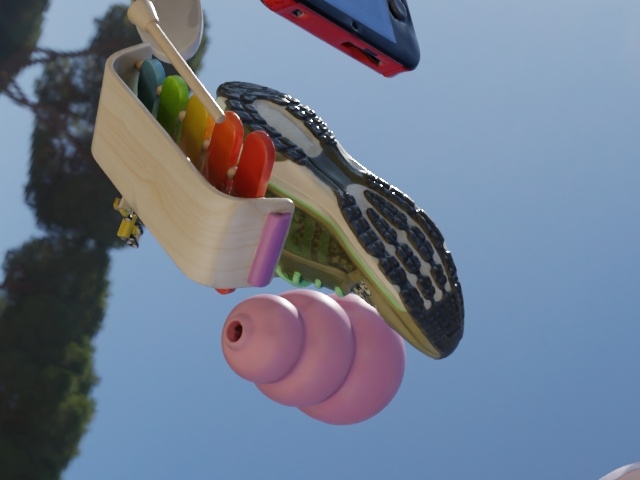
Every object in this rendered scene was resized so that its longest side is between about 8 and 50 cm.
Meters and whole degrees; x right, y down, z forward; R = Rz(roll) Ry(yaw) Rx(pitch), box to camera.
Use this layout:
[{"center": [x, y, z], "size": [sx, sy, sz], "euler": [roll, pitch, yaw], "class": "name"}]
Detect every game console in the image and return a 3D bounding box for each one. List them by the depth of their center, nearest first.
[{"center": [0.011, -0.446, 1.850], "size": [0.060, 0.386, 0.342], "euler": [-23, -118, 32], "class": "game console"}]

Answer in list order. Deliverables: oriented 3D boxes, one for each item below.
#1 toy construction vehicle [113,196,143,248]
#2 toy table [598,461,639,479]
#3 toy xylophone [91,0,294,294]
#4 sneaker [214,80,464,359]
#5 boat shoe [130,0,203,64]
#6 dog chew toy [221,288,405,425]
[{"center": [-0.239, -0.048, 1.503], "size": [0.098, 0.035, 0.086], "euler": [83, 21, -67], "class": "toy construction vehicle"}, {"center": [0.405, 0.320, 1.182], "size": [0.161, 0.274, 0.252], "euler": [179, -84, -76], "class": "toy table"}, {"center": [-0.142, -0.100, 1.254], "size": [0.323, 0.081, 0.236], "euler": [55, -41, 27], "class": "toy xylophone"}, {"center": [0.000, 0.000, 1.426], "size": [0.410, 0.158, 0.182], "euler": [47, -54, 14], "class": "sneaker"}, {"center": [-0.226, -0.328, 1.712], "size": [0.096, 0.088, 0.267], "euler": [-23, -128, -9], "class": "boat shoe"}, {"center": [-0.019, 0.167, 1.826], "size": [0.206, 0.332, 0.207], "euler": [-13, -111, 37], "class": "dog chew toy"}]
